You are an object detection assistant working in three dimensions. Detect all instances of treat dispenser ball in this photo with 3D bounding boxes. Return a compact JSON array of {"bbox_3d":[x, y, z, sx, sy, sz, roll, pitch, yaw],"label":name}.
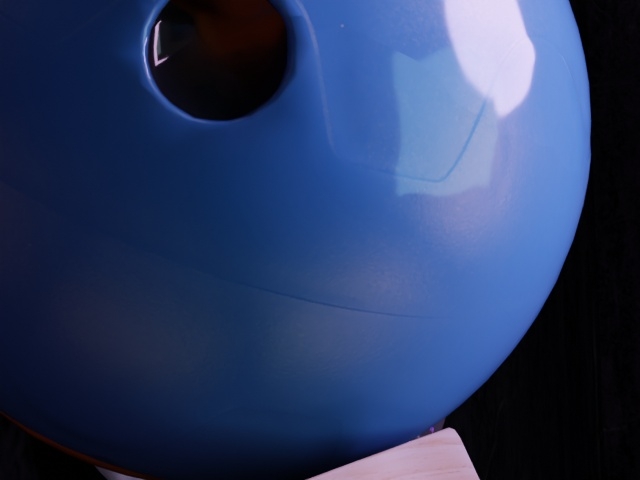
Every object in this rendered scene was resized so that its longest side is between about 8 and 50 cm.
[{"bbox_3d":[-0.037,-0.045,0.712,0.288,0.288,0.288,-1,90,-72],"label":"treat dispenser ball"}]

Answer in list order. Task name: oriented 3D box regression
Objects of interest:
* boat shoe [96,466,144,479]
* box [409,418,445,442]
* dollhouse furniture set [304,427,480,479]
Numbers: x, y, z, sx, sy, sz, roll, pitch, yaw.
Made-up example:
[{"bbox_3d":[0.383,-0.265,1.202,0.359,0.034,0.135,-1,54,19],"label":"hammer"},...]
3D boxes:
[{"bbox_3d":[-0.045,0.115,0.902,0.228,0.076,0.080,53,18,-20],"label":"boat shoe"},{"bbox_3d":[0.000,0.000,1.024,0.270,0.165,0.143,-65,149,-54],"label":"box"},{"bbox_3d":[0.027,0.249,0.675,0.286,0.198,0.303,-8,71,-61],"label":"dollhouse furniture set"}]
